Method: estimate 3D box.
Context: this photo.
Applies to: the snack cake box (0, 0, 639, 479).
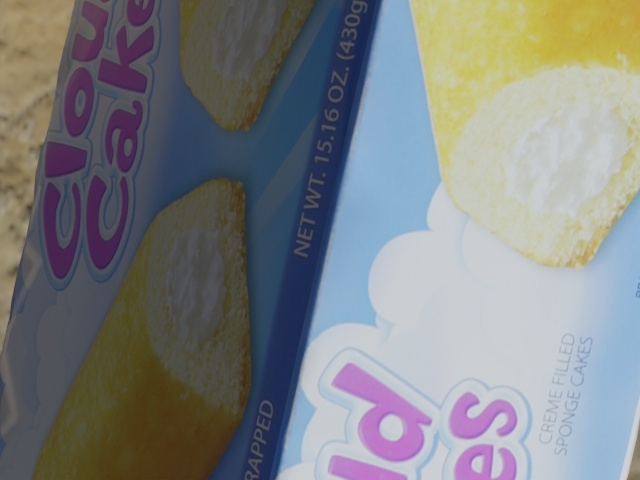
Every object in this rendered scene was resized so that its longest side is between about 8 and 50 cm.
[{"bbox_3d":[0.000,0.000,0.454,0.089,0.264,0.152,11,-177,-31],"label":"snack cake box"}]
